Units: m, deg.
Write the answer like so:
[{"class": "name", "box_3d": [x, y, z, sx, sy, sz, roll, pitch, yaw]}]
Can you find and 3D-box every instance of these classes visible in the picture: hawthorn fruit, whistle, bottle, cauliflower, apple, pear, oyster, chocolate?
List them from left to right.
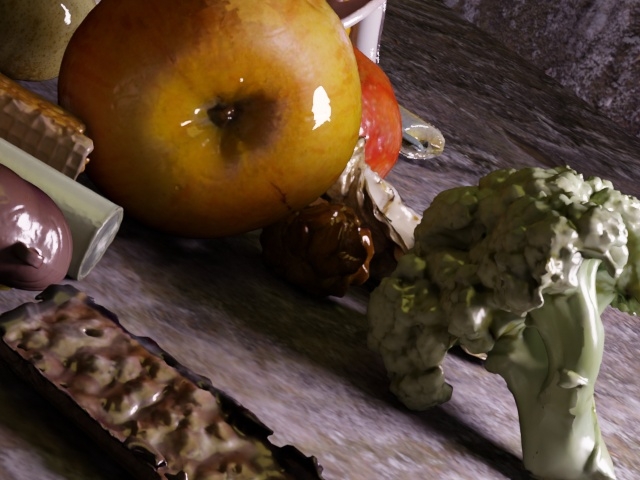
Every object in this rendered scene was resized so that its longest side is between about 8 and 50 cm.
[{"class": "bottle", "box_3d": [-0.266, -0.046, 1.345, 0.201, 0.072, 0.072, 29, 16, 4]}, {"class": "pear", "box_3d": [-0.318, -0.245, 1.745, 0.167, 0.137, 0.167, 29, 14, -8]}, {"class": "chocolate", "box_3d": [-0.092, 0.142, 1.095, 0.329, 0.065, 0.102, 35, 36, 24]}, {"class": "apple", "box_3d": [-0.099, -0.132, 1.520, 0.286, 0.286, 0.233, 26, 13, -10]}, {"class": "hawthorn fruit", "box_3d": [-0.002, -0.128, 1.820, 0.205, 0.205, 0.253, 40, 15, 34]}, {"class": "whistle", "box_3d": [0.042, -0.212, 2.370, 0.326, 0.057, 0.068, 37, 22, 27]}, {"class": "oyster", "box_3d": [0.093, 0.026, 1.683, 0.294, 0.094, 0.166, 55, 8, 20]}, {"class": "cauliflower", "box_3d": [0.172, 0.069, 1.448, 0.260, 0.327, 0.281, 12, 63, -6]}]

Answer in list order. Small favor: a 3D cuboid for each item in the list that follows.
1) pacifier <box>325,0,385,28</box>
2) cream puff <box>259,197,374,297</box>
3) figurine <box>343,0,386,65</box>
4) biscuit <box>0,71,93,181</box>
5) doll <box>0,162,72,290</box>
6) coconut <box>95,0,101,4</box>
[{"class": "pacifier", "box_3d": [-0.053, -0.251, 2.028, 0.220, 0.332, 0.273, 33, 38, -76]}, {"class": "cream puff", "box_3d": [0.000, 0.000, 1.605, 0.116, 0.094, 0.122, 28, 20, 6]}, {"class": "figurine", "box_3d": [-0.020, -0.266, 2.181, 0.141, 0.250, 0.166, -5, 36, -29]}, {"class": "biscuit", "box_3d": [-0.369, -0.146, 1.438, 0.378, 0.094, 0.054, 30, 16, 6]}, {"class": "doll", "box_3d": [-0.262, -0.012, 1.238, 0.145, 0.096, 0.188, 37, -11, -22]}, {"class": "coconut", "box_3d": [-0.275, -0.360, 1.999, 0.230, 0.227, 0.227, 30, 15, -20]}]
